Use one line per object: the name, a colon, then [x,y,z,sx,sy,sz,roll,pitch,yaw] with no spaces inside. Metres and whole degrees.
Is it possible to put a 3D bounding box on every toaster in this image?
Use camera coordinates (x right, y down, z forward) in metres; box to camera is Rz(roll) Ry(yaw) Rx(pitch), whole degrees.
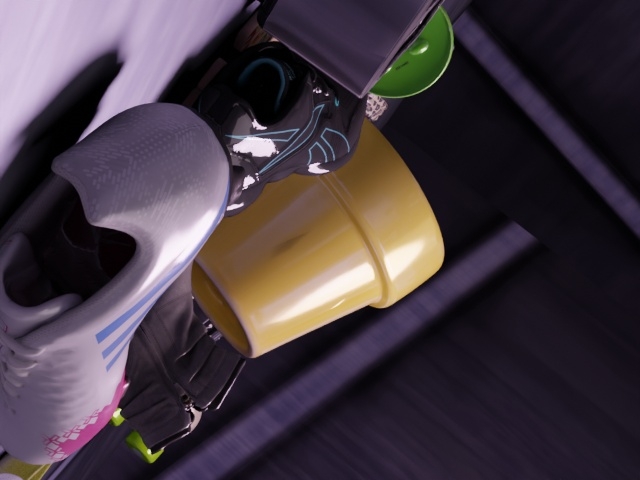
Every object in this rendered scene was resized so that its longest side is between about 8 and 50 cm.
toaster: [0.048,-0.215,1.185,0.168,0.110,0.186,-55,177,42]

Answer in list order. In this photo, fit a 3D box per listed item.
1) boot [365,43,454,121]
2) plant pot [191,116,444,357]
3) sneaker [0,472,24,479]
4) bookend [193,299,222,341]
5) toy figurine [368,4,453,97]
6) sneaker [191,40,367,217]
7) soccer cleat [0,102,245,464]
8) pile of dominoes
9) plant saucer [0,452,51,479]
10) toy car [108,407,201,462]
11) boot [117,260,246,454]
boot: [0.119,-0.272,2.516,0.178,0.085,0.236,-50,172,6]
plant pot: [-0.030,-0.002,1.804,0.239,0.254,0.254,-35,174,-15]
sneaker: [-0.326,0.276,1.511,0.169,0.108,0.292,-49,179,30]
bookend: [-0.134,0.063,2.084,0.156,0.072,0.157,-38,166,-30]
toy figurine: [0.069,-0.233,1.767,0.173,0.130,0.159,-29,-163,20]
sneaker: [-0.026,-0.103,1.256,0.267,0.101,0.106,-40,162,-54]
soccer cleat: [-0.172,0.040,1.010,0.143,0.116,0.331,-26,157,-48]
pile of dominoes: [-0.069,-0.115,1.345,0.196,0.040,0.251,-52,179,3]
plant saucer: [-0.383,0.312,1.792,0.188,0.045,0.188,-52,178,15]
toy car: [-0.260,0.206,2.270,0.155,0.149,0.188,-48,-154,-21]
boot: [-0.135,0.080,1.592,0.246,0.161,0.083,-52,179,-13]
